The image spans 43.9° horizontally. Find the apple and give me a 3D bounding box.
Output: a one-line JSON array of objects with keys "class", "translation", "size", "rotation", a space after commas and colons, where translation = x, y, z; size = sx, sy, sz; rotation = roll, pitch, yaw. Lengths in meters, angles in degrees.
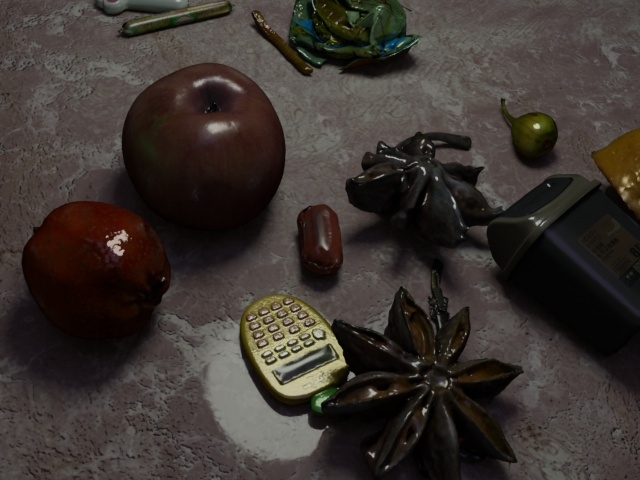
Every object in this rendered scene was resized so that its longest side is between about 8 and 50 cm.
[{"class": "apple", "translation": [-0.198, -0.164, 1.353], "size": [0.305, 0.235, 0.306], "rotation": [5, 50, -6]}]

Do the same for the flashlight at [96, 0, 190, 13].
[{"class": "flashlight", "translation": [-0.385, -0.528, 1.730], "size": [0.200, 0.048, 0.093], "rotation": [2, 52, -6]}]

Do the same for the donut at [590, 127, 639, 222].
[{"class": "donut", "translation": [0.618, -0.092, 1.424], "size": [0.277, 0.108, 0.278], "rotation": [33, 28, -20]}]

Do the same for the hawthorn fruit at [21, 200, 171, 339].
[{"class": "hawthorn fruit", "translation": [-0.355, 0.035, 1.206], "size": [0.253, 0.205, 0.205], "rotation": [23, 52, 19]}]

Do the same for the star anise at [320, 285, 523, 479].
[{"class": "star anise", "translation": [0.147, 0.223, 1.172], "size": [0.331, 0.118, 0.332], "rotation": [10, 53, -13]}]

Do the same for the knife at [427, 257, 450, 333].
[{"class": "knife", "translation": [0.199, 0.118, 1.327], "size": [0.045, 0.021, 0.222], "rotation": [9, 52, 3]}]

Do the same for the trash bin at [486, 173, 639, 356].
[{"class": "trash bin", "translation": [0.440, 0.030, 1.336], "size": [0.209, 0.182, 0.290], "rotation": [-34, 69, -30]}]

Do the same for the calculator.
[{"class": "calculator", "translation": [-0.036, 0.177, 1.239], "size": [0.146, 0.032, 0.235], "rotation": [-22, 57, -23]}]

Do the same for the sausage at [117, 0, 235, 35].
[{"class": "sausage", "translation": [-0.307, -0.482, 1.715], "size": [0.269, 0.033, 0.033], "rotation": [-20, 57, -22]}]

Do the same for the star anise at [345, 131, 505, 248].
[{"class": "star anise", "translation": [0.189, -0.089, 1.429], "size": [0.359, 0.139, 0.316], "rotation": [-2, 48, -28]}]

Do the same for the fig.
[{"class": "fig", "translation": [0.422, -0.230, 1.602], "size": [0.093, 0.093, 0.166], "rotation": [2, 33, -7]}]

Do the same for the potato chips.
[{"class": "potato chips", "translation": [-0.082, -0.419, 1.701], "size": [0.026, 0.037, 0.204], "rotation": [-32, 68, -17]}]

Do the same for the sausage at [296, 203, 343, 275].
[{"class": "sausage", "translation": [0.000, 0.000, 1.359], "size": [0.076, 0.076, 0.141], "rotation": [-2, 51, -10]}]

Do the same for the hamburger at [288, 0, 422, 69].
[{"class": "hamburger", "translation": [0.069, -0.489, 1.702], "size": [0.275, 0.151, 0.261], "rotation": [-1, 51, -9]}]
